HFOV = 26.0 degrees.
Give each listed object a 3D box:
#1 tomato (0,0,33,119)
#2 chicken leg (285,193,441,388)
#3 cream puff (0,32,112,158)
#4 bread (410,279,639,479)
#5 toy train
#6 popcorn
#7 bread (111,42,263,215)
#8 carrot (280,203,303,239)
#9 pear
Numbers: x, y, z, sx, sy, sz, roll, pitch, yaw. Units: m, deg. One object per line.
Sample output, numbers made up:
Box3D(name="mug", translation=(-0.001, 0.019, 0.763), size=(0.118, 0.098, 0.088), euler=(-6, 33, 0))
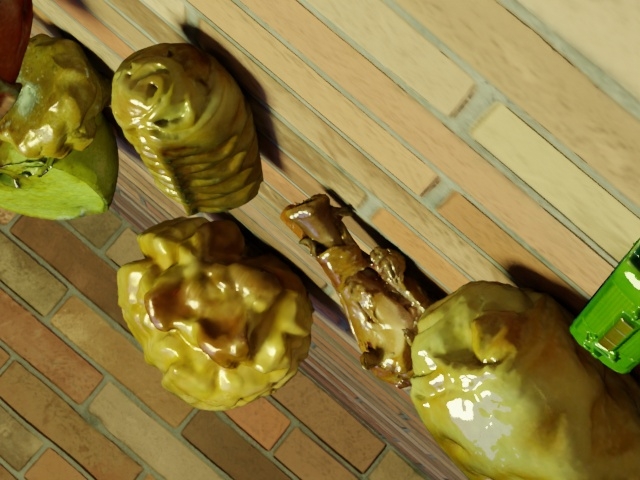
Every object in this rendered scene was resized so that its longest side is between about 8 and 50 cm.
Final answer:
Box3D(name="tomato", translation=(-0.356, -0.234, 1.205), size=(0.309, 0.170, 0.309), euler=(23, 129, 32))
Box3D(name="chicken leg", translation=(0.045, 0.047, 1.172), size=(0.207, 0.085, 0.101), euler=(51, -157, -21))
Box3D(name="cream puff", translation=(-0.282, -0.149, 1.496), size=(0.146, 0.146, 0.116), euler=(35, -169, 35))
Box3D(name="bread", translation=(0.166, 0.136, 0.934), size=(0.268, 0.130, 0.152), euler=(45, 175, -22))
Box3D(name="toy train", translation=(0.160, 0.030, 0.687), size=(0.044, 0.042, 0.209), euler=(38, 172, 10))
Box3D(name="popcorn", translation=(-0.143, 0.087, 1.810), size=(0.265, 0.225, 0.332), euler=(37, -176, -11))
Box3D(name="bread", translation=(-0.103, -0.086, 1.107), size=(0.098, 0.087, 0.269), euler=(40, 173, 9))
Box3D(name="carrot", translation=(0.000, 0.000, 1.309), size=(0.093, 0.032, 0.032), euler=(43, 174, 26))
Box3D(name="pear", translation=(-0.347, -0.123, 1.805), size=(0.238, 0.164, 0.255), euler=(-2, 163, 31))
